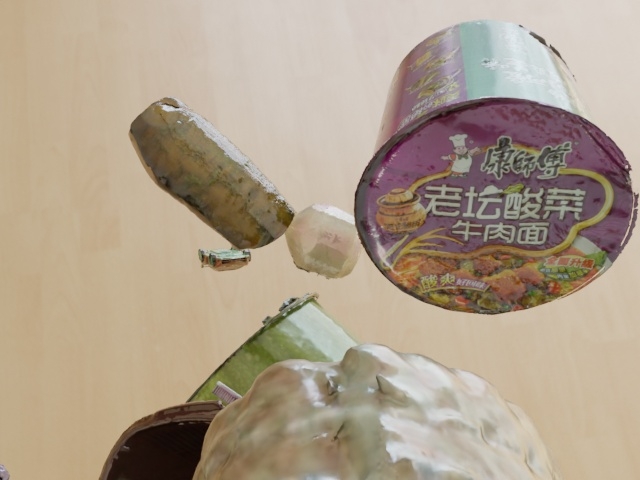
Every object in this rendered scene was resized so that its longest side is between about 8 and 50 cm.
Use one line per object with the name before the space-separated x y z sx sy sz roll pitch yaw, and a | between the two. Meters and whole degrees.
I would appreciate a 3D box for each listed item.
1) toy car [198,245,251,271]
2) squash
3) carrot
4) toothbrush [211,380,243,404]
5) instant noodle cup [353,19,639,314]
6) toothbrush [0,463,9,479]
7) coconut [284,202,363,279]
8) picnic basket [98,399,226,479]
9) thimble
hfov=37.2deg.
toy car | -0.136 0.027 1.361 0.059 0.122 0.035 -5 98 -20
squash | 0.027 0.275 1.132 0.263 0.263 0.384 -41 75 -18
carrot | -0.106 -0.060 0.901 0.173 0.082 0.082 46 71 -5
toothbrush | -0.019 0.107 0.524 0.097 0.006 0.008 32 83 10
instant noodle cup | 0.160 -0.081 0.913 0.251 0.251 0.190 4 41 2
toothbrush | -0.299 0.259 0.713 0.024 0.354 0.029 -12 59 -46
coconut | 0.000 0.000 1.414 0.124 0.110 0.110 21 65 -5
picnic basket | -0.089 0.278 0.698 0.129 0.222 0.297 29 60 -31
thimble | 0.027 0.166 0.445 0.196 0.229 0.148 -22 41 16
